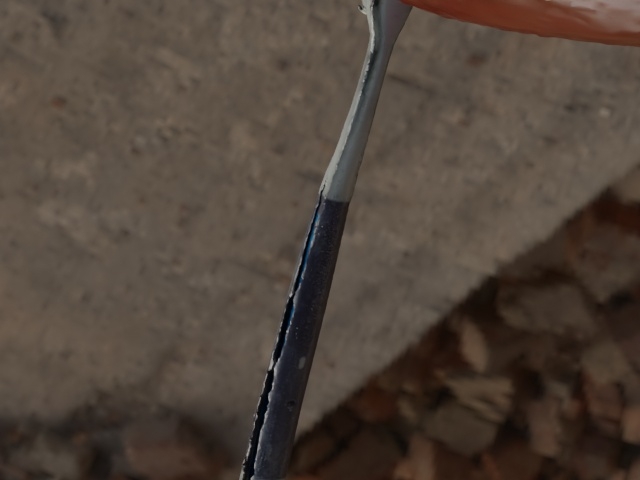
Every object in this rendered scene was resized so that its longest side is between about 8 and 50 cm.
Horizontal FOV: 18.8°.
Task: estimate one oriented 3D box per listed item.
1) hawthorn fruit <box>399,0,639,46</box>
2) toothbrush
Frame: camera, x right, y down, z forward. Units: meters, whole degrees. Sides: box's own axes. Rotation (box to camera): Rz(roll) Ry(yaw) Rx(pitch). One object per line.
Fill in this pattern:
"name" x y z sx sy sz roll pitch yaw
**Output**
"hawthorn fruit" 0.081 -0.119 0.431 0.202 0.185 0.185 34 152 28
"toothbrush" 0.000 0.000 0.834 0.024 0.026 0.288 4 111 -26
